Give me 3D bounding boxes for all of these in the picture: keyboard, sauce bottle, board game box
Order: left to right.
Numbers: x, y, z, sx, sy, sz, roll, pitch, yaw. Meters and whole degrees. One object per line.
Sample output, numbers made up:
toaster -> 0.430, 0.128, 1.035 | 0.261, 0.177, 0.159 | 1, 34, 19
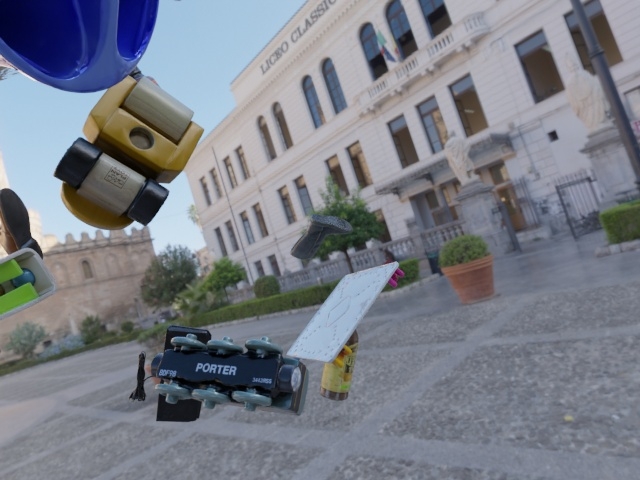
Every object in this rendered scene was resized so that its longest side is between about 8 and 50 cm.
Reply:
keyboard -> -0.427, 0.380, 1.163 | 0.202, 0.316, 0.033 | 9, 17, -14
sauce bottle -> 0.078, 0.397, 1.489 | 0.112, 0.343, 0.111 | 10, 1, 0
board game box -> 0.077, 0.256, 1.406 | 0.390, 0.050, 0.390 | -51, 10, -24

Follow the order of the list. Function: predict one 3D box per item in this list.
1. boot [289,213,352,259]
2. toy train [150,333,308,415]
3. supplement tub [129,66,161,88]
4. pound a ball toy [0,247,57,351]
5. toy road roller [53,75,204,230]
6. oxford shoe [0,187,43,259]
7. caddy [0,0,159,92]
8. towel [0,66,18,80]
boot -> 0.001, -0.001, 1.588 | 0.190, 0.076, 0.208 | 14, -55, -17
toy train -> -0.183, 0.287, 0.857 | 0.334, 0.142, 0.190 | -2, -33, 19
supplement tub -> -0.455, -0.360, 1.096 | 0.106, 0.197, 0.106 | -27, 23, 13
pound a ball toy -> -0.790, 0.176, 0.969 | 0.320, 0.208, 0.135 | -25, 14, 0
toy road roller -> -0.439, -0.178, 0.925 | 0.203, 0.329, 0.241 | 34, -32, -28
oxford shoe -> -0.772, -0.027, 1.023 | 0.076, 0.212, 0.076 | 0, 24, 3
caddy -> -0.239, -0.298, 0.322 | 0.179, 0.341, 0.241 | 13, 36, 11
towel -> -0.716, -0.503, 1.071 | 0.324, 0.056, 0.312 | 3, 33, 45
